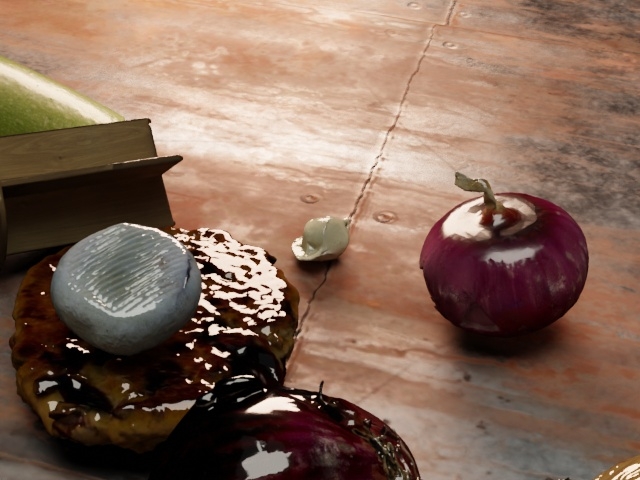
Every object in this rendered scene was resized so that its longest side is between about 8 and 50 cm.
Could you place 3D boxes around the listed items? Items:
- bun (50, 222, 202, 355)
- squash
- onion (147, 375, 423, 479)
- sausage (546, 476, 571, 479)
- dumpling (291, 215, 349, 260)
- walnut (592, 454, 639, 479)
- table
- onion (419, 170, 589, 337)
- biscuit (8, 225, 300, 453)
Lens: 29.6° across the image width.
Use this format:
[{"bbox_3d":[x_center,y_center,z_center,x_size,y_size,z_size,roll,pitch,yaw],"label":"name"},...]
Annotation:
[{"bbox_3d":[-0.181,0.052,1.141,0.141,0.083,0.141,2,42,-1],"label":"bun"},{"bbox_3d":[-0.405,-0.132,1.551,0.260,0.189,0.189,26,27,-30],"label":"squash"},{"bbox_3d":[-0.033,0.213,0.922,0.281,0.281,0.221,-10,73,-15],"label":"onion"},{"bbox_3d":[0.094,0.320,0.941,0.082,0.082,0.371,30,46,32],"label":"sausage"},{"bbox_3d":[0.002,0.002,1.383,0.052,0.057,0.076,26,55,-30],"label":"dumpling"},{"bbox_3d":[0.302,0.268,0.907,0.261,0.225,0.225,9,38,2],"label":"walnut"},{"bbox_3d":[-0.281,-0.063,1.373,0.227,0.167,0.167,-11,38,-31],"label":"table"},{"bbox_3d":[0.193,0.022,1.274,0.177,0.153,0.177,10,43,-9],"label":"onion"},{"bbox_3d":[-0.164,0.095,1.217,0.289,0.081,0.334,-1,33,-3],"label":"biscuit"}]
